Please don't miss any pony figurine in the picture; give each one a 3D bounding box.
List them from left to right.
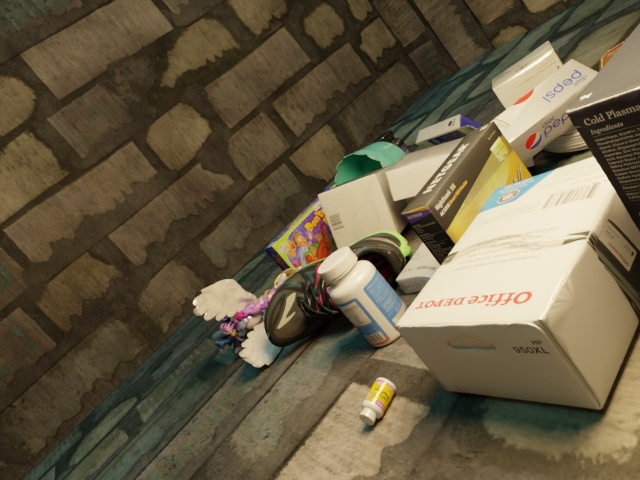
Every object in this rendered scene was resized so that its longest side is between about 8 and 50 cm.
[{"bbox_3d":[-0.225,0.244,1.665,0.351,0.303,0.363,-40,-5,-41],"label":"pony figurine"}]

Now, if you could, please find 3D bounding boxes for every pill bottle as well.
[{"bbox_3d":[0.098,0.124,1.168,0.124,0.221,0.124,-37,13,10],"label":"pill bottle"},{"bbox_3d":[0.105,0.301,0.955,0.043,0.043,0.083,-23,21,51],"label":"pill bottle"},{"bbox_3d":[0.316,-0.344,2.121,0.122,0.219,0.123,-37,13,10],"label":"pill bottle"}]

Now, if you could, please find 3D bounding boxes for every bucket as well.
[{"bbox_3d":[0.211,-0.235,1.963,0.281,0.281,0.183,-26,10,46],"label":"bucket"}]

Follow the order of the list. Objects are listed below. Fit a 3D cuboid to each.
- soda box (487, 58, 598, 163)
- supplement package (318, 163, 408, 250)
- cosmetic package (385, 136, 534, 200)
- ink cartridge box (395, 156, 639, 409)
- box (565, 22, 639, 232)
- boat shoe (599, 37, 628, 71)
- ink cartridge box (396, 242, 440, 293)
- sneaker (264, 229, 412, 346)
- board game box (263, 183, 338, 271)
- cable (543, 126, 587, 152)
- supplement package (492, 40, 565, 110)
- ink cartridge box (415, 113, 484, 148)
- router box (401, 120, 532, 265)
[{"bbox_3d":[0.512,-0.288,1.204,0.286,0.091,0.098,-38,43,9],"label":"soda box"},{"bbox_3d":[0.151,-0.106,1.639,0.198,0.199,0.262,-18,8,23],"label":"supplement package"},{"bbox_3d":[0.402,-0.232,1.469,0.377,0.098,0.284,-13,12,24],"label":"cosmetic package"},{"bbox_3d":[0.349,0.054,0.825,0.395,0.166,0.285,-46,14,-29],"label":"ink cartridge box"},{"bbox_3d":[0.548,-0.162,0.672,0.343,0.312,0.179,-46,15,-23],"label":"box"},{"bbox_3d":[0.778,-0.441,1.226,0.323,0.123,0.120,-19,25,-22],"label":"boat shoe"},{"bbox_3d":[0.313,0.036,1.240,0.189,0.066,0.232,-48,11,-32],"label":"ink cartridge box"},{"bbox_3d":[0.025,0.133,1.390,0.482,0.185,0.202,-37,1,15],"label":"sneaker"},{"bbox_3d":[0.000,0.000,1.828,0.347,0.233,0.078,-47,14,-26],"label":"board game box"},{"bbox_3d":[0.664,-0.329,1.307,0.257,0.089,0.257,-14,32,42],"label":"cable"},{"bbox_3d":[0.664,-0.454,1.562,0.194,0.203,0.149,-32,15,31],"label":"supplement package"},{"bbox_3d":[0.497,-0.371,1.831,0.332,0.165,0.065,2,73,69],"label":"ink cartridge box"},{"bbox_3d":[0.341,-0.067,1.086,0.309,0.243,0.081,-48,15,-30],"label":"router box"}]
